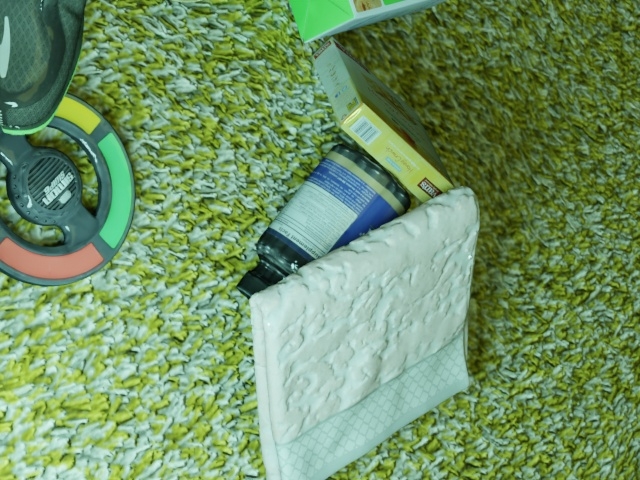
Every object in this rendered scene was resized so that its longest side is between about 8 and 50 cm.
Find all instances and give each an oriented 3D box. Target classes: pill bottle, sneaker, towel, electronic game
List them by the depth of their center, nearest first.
[{"bbox_3d":[-0.312,-0.356,1.798,0.185,0.202,0.483,10,90,-12],"label":"sneaker"},{"bbox_3d":[-0.311,-0.062,1.886,0.229,0.048,0.229,8,77,-36],"label":"electronic game"},{"bbox_3d":[0.061,0.125,2.012,0.331,0.053,0.317,-28,133,-31],"label":"towel"},{"bbox_3d":[0.000,0.000,2.031,0.123,0.123,0.219,41,83,-24],"label":"pill bottle"}]

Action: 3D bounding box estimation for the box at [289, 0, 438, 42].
[{"bbox_3d":[0.053,-0.417,2.175,0.231,0.126,0.262,-19,92,-36],"label":"box"}]

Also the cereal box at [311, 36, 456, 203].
[{"bbox_3d":[0.077,-0.151,2.096,0.047,0.240,0.173,-44,116,13],"label":"cereal box"}]
